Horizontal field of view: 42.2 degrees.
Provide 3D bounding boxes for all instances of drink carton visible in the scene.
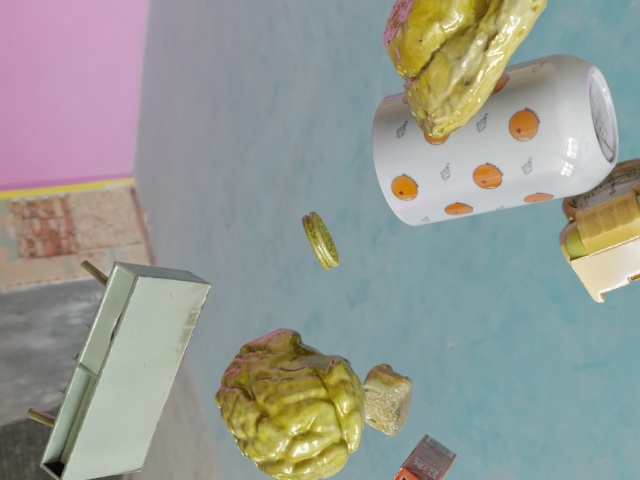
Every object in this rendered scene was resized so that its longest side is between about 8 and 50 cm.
[{"bbox_3d":[0.163,0.410,1.411,0.071,0.223,0.096,33,100,15],"label":"drink carton"}]

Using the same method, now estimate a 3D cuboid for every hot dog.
[{"bbox_3d":[0.129,0.294,1.563,0.084,0.073,0.243,29,155,19],"label":"hot dog"}]

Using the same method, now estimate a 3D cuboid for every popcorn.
[{"bbox_3d":[-0.033,0.235,1.103,0.225,0.200,0.203,-1,127,34],"label":"popcorn"}]

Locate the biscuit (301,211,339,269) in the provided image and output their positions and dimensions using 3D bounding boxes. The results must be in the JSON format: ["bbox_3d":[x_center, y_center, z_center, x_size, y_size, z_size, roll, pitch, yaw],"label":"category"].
[{"bbox_3d":[0.000,0.000,1.133,0.084,0.023,0.084,62,-171,-18],"label":"biscuit"}]

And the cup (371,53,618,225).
[{"bbox_3d":[0.263,-0.149,1.237,0.317,0.212,0.213,-9,88,34],"label":"cup"}]

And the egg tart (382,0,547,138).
[{"bbox_3d":[0.160,-0.281,0.991,0.319,0.128,0.319,-158,90,-79],"label":"egg tart"}]

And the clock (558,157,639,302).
[{"bbox_3d":[0.651,-0.046,1.798,0.200,0.244,0.317,59,-152,-19],"label":"clock"}]

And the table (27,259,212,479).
[{"bbox_3d":[-0.239,0.134,0.939,0.111,0.121,0.240,25,96,32],"label":"table"}]
